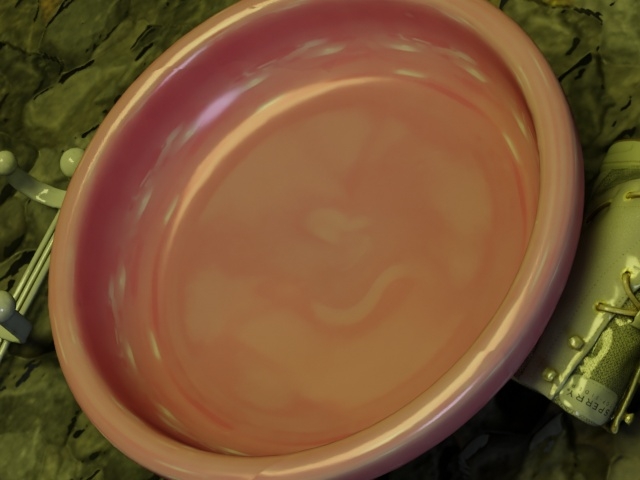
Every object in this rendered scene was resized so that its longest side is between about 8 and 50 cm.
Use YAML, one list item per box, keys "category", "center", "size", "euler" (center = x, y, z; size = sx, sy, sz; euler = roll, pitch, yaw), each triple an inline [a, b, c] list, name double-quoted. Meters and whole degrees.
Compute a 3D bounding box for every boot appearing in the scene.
- category: "boot"
  center: [0.183, 0.027, 0.974]
  size: [0.165, 0.077, 0.213]
  euler: [-60, 17, -7]

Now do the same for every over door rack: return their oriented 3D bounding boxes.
- category: "over door rack"
  center: [-0.156, 0.071, 1.191]
  size: [0.324, 0.108, 0.239]
  euler: [15, 74, 38]

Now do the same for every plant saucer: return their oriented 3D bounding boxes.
- category: "plant saucer"
  center: [0.000, 0.000, 1.052]
  size: [0.332, 0.084, 0.332]
  euler: [-12, 59, 21]
